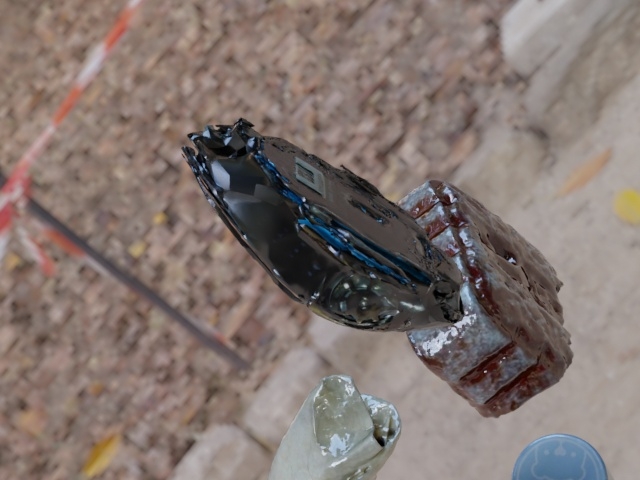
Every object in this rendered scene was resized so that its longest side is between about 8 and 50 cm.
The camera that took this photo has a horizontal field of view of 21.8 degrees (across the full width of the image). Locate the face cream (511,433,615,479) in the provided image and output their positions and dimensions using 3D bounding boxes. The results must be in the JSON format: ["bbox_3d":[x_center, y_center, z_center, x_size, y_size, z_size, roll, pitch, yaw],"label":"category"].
[{"bbox_3d":[0.214,0.224,1.368,0.077,0.077,0.250,-51,-25,-6],"label":"face cream"}]

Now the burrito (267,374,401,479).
[{"bbox_3d":[-0.014,0.196,1.011,0.059,0.082,0.275,-18,-39,-39],"label":"burrito"}]

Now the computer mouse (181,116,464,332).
[{"bbox_3d":[0.000,0.000,1.185,0.077,0.242,0.146,-53,12,16],"label":"computer mouse"}]

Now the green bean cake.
[{"bbox_3d":[0.154,0.059,1.544,0.097,0.198,0.232,-38,32,19],"label":"green bean cake"}]
